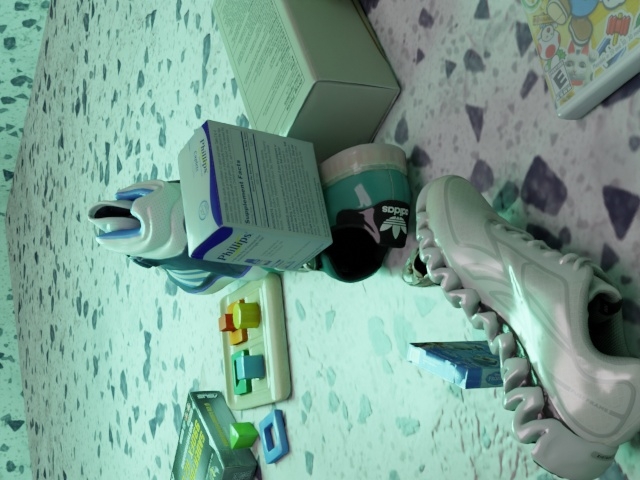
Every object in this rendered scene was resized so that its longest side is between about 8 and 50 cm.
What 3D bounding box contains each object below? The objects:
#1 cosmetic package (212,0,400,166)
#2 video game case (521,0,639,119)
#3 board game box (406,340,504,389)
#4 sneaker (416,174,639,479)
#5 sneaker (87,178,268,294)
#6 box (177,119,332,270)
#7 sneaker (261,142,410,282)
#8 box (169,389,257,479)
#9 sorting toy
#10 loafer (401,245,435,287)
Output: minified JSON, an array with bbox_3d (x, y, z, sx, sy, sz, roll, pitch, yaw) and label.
[{"bbox_3d":[-0.029,-0.238,1.110,0.160,0.113,0.309,-58,41,44],"label":"cosmetic package"},{"bbox_3d":[0.233,-0.237,0.700,0.227,0.026,0.206,-44,51,54],"label":"video game case"},{"bbox_3d":[0.138,0.108,0.805,0.090,0.090,0.020,18,103,61],"label":"board game box"},{"bbox_3d":[0.175,0.042,0.741,0.118,0.110,0.292,-53,47,31],"label":"sneaker"},{"bbox_3d":[-0.221,-0.014,1.294,0.323,0.236,0.130,-8,64,61],"label":"sneaker"},{"bbox_3d":[-0.070,-0.044,0.956,0.072,0.137,0.126,-38,53,43],"label":"box"},{"bbox_3d":[0.000,0.000,1.053,0.302,0.108,0.121,-35,54,56],"label":"sneaker"},{"bbox_3d":[-0.177,0.383,1.441,0.183,0.056,0.231,52,134,51],"label":"box"},{"bbox_3d":[-0.111,0.150,1.328,0.196,0.047,0.347,-28,64,59],"label":"sorting toy"},{"bbox_3d":[0.111,0.018,0.913,0.125,0.039,0.045,-32,63,58],"label":"loafer"}]
